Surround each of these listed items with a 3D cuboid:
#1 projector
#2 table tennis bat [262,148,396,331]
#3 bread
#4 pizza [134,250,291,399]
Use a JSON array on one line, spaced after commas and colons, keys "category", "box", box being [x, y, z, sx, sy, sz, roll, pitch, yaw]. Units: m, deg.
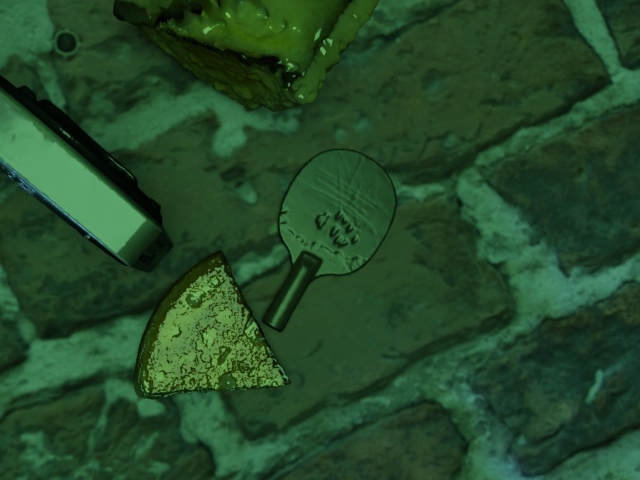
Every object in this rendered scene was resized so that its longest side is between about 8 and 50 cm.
[{"category": "projector", "box": [-0.258, -0.075, 0.821, 0.259, 0.257, 0.079, 41, 83, -4]}, {"category": "table tennis bat", "box": [0.000, 0.000, 0.974, 0.131, 0.022, 0.234, 32, 80, -6]}, {"category": "bread", "box": [-0.065, -0.261, 0.915, 0.262, 0.162, 0.204, 30, 83, 18]}, {"category": "pizza", "box": [-0.110, 0.111, 0.941, 0.176, 0.036, 0.185, 19, 82, -8]}]
